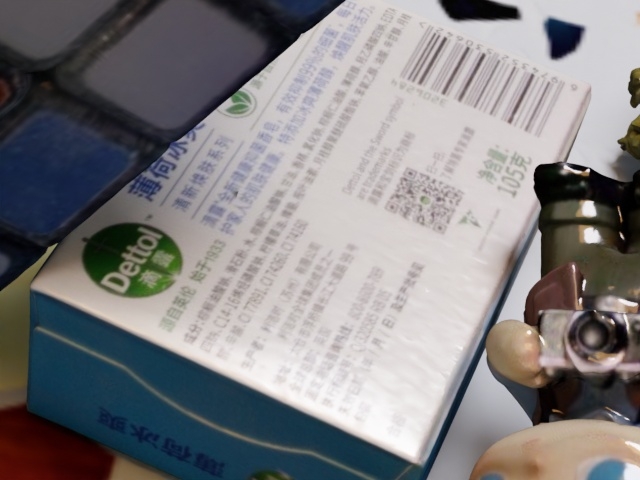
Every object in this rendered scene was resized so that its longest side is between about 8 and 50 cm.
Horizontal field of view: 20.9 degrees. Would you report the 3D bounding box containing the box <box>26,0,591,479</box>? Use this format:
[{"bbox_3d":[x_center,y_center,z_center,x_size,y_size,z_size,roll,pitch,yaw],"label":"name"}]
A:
[{"bbox_3d":[0.000,0.000,0.622,0.139,0.073,0.194,23,50,8],"label":"box"}]

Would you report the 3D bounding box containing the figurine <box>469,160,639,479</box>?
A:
[{"bbox_3d":[0.086,0.069,0.525,0.114,0.108,0.196,7,73,16],"label":"figurine"}]

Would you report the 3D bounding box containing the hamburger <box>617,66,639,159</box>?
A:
[{"bbox_3d":[0.192,-0.046,0.661,0.185,0.159,0.131,-5,45,45],"label":"hamburger"}]

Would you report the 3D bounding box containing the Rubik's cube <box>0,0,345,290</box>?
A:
[{"bbox_3d":[-0.188,-0.158,0.510,0.293,0.287,0.292,27,31,-49],"label":"Rubik's cube"}]
